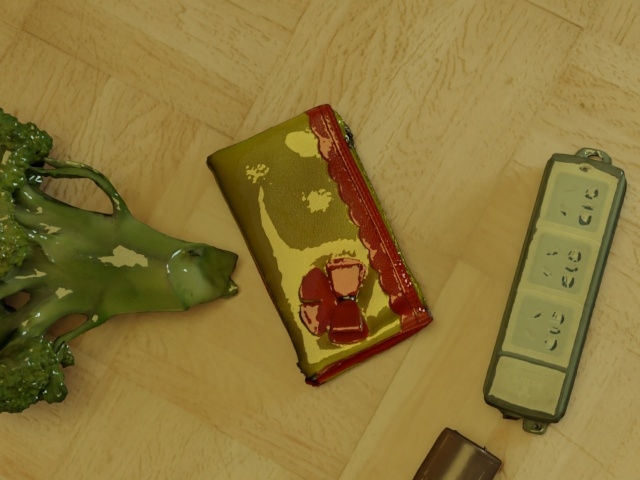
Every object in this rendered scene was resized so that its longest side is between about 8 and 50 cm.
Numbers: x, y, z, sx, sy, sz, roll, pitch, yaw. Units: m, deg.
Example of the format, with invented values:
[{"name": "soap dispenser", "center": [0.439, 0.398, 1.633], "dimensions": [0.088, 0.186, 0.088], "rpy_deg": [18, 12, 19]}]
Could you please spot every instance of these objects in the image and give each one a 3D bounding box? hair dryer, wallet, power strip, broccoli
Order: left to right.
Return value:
[{"name": "broccoli", "center": [-0.273, 0.030, 1.808], "dimensions": [0.302, 0.186, 0.254], "rpy_deg": [30, 78, 19]}, {"name": "wallet", "center": [0.000, 0.000, 1.826], "dimensions": [0.141, 0.067, 0.241], "rpy_deg": [-26, 78, 3]}, {"name": "hair dryer", "center": [0.162, 0.262, 1.764], "dimensions": [0.182, 0.064, 0.117], "rpy_deg": [30, 89, 7]}, {"name": "power strip", "center": [0.217, 0.042, 1.787], "dimensions": [0.078, 0.052, 0.272], "rpy_deg": [15, 85, 13]}]
